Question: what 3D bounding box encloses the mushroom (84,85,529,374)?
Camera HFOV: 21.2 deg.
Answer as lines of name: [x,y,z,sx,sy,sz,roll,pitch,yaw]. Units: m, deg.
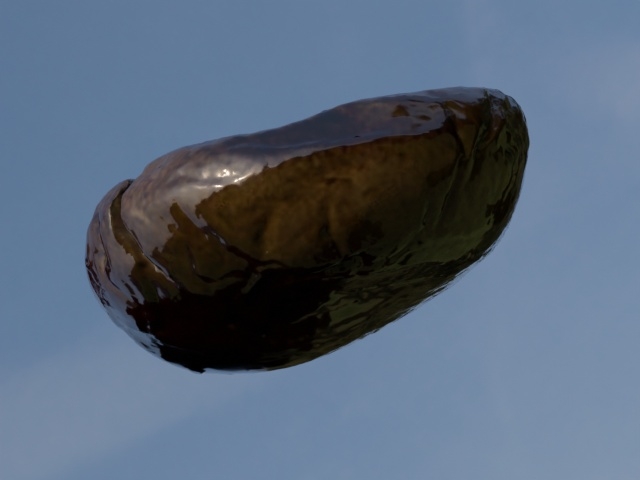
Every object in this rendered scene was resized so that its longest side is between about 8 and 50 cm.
mushroom: [0.000,0.000,0.427,0.123,0.052,0.123,-21,-10,-4]
